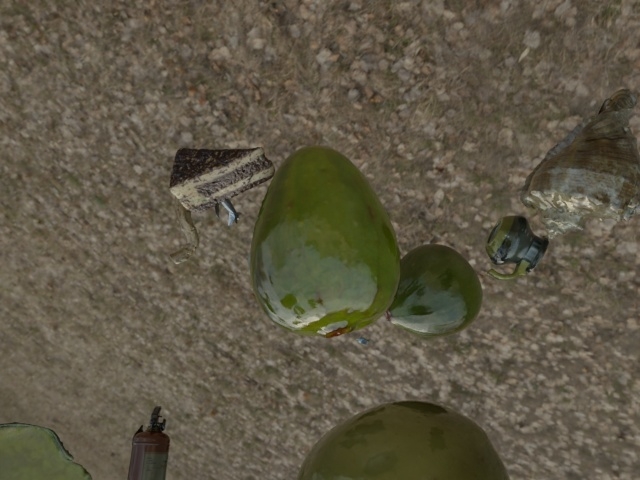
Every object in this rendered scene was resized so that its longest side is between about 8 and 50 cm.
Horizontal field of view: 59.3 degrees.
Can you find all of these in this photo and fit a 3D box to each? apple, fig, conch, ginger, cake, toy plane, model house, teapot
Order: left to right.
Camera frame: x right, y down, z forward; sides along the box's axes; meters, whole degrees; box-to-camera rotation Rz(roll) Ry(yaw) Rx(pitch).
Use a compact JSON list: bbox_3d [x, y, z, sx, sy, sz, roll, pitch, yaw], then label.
[{"bbox_3d":[-0.708,0.569,1.267,0.321,0.261,0.266,49,139,-11],"label":"model house"},{"bbox_3d":[-0.361,-0.080,1.497,0.075,0.288,0.089,2,174,-19],"label":"ginger"},{"bbox_3d":[-0.325,-0.151,1.812,0.058,0.226,0.226,-20,114,15],"label":"toy plane"},{"bbox_3d":[-0.238,-0.140,1.338,0.245,0.135,0.112,4,152,25],"label":"cake"},{"bbox_3d":[0.000,0.000,0.954,0.258,0.258,0.327,-20,76,45],"label":"fig"},{"bbox_3d":[0.182,0.559,1.172,0.473,0.474,0.474,19,138,18],"label":"apple"},{"bbox_3d":[0.329,0.165,1.736,0.316,0.316,0.316,19,138,18],"label":"fig"},{"bbox_3d":[0.450,0.024,1.311,0.119,0.166,0.130,29,162,5],"label":"teapot"},{"bbox_3d":[0.581,-0.140,1.216,0.210,0.352,0.297,49,171,-8],"label":"conch"}]

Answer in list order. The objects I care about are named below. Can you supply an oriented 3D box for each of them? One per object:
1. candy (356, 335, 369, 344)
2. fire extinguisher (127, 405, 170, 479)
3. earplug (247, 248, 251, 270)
[{"bbox_3d":[0.152,0.354,1.995,0.020,0.030,0.083,51,-177,33],"label":"candy"},{"bbox_3d":[-0.216,0.296,0.702,0.050,0.177,0.062,5,157,-6],"label":"fire extinguisher"},{"bbox_3d":[-0.039,-0.004,1.434,0.214,0.325,0.175,44,-178,-43],"label":"earplug"}]
